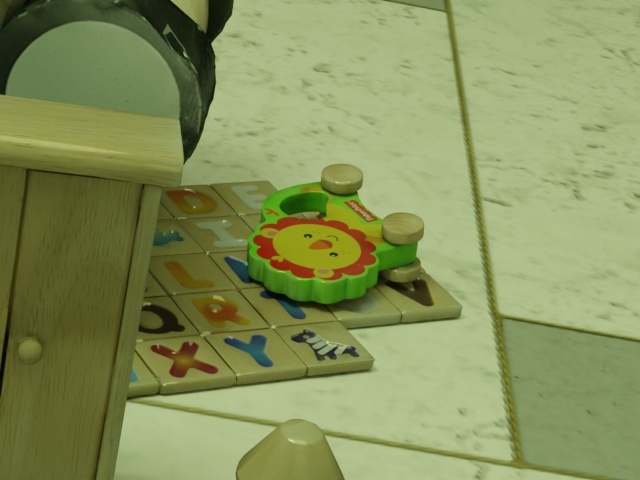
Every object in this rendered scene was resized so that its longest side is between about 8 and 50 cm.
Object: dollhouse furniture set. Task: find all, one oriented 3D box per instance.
[{"bbox_3d":[-0.123,0.097,0.603,0.303,0.173,0.355,7,26,-10],"label":"dollhouse furniture set"}]

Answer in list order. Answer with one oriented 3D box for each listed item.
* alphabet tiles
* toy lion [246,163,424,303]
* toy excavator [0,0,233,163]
[{"bbox_3d":[-0.053,0.018,0.983,0.237,0.009,0.198,-5,30,-30],"label":"alphabet tiles"},{"bbox_3d":[0.000,0.000,1.003,0.096,0.034,0.100,-13,34,-28],"label":"toy lion"},{"bbox_3d":[-0.323,-0.117,0.929,0.433,0.445,0.222,48,19,-21],"label":"toy excavator"}]
